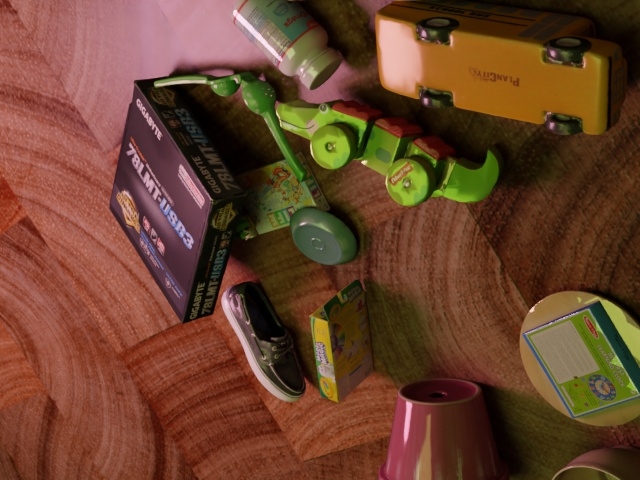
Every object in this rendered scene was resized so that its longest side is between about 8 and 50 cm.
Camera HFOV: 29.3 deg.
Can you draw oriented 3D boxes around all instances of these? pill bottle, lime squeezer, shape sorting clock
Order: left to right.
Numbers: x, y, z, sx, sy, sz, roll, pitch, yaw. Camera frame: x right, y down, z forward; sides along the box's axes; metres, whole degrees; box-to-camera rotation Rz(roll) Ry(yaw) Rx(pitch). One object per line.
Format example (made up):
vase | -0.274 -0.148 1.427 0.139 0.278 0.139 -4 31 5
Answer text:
lime squeezer | -0.128 -0.216 1.890 0.310 0.059 0.110 33 141 21
pill bottle | -0.046 -0.293 1.744 0.160 0.087 0.087 46 137 8
shape sorting clock | 0.372 0.164 1.701 0.206 0.040 0.206 22 126 33

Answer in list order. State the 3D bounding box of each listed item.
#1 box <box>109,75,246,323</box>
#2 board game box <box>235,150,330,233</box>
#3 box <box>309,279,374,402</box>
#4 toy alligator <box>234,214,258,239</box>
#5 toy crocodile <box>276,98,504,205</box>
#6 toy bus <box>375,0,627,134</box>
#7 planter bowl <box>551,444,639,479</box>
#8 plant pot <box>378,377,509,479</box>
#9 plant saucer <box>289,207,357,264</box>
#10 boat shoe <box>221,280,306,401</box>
box | -0.242 -0.066 2.013 0.295 0.073 0.293 55 144 30
board game box | -0.065 -0.074 1.947 0.154 0.026 0.103 -17 105 46
box | 0.034 0.156 1.951 0.043 0.105 0.179 15 125 34
toy alligator | -0.140 -0.027 1.981 0.051 0.056 0.190 62 165 -7
toy crocodile | 0.093 -0.133 1.707 0.341 0.115 0.105 26 112 24
toy bus | 0.223 -0.223 1.516 0.333 0.130 0.108 16 125 34
planter bowl | 0.420 0.359 1.735 0.162 0.109 0.162 22 128 30
plant pot | 0.187 0.314 1.869 0.201 0.201 0.180 6 104 39
plant saucer | 0.000 0.000 1.917 0.119 0.021 0.119 21 143 17
boat shoe | -0.084 0.169 2.093 0.076 0.080 0.228 -31 86 49
